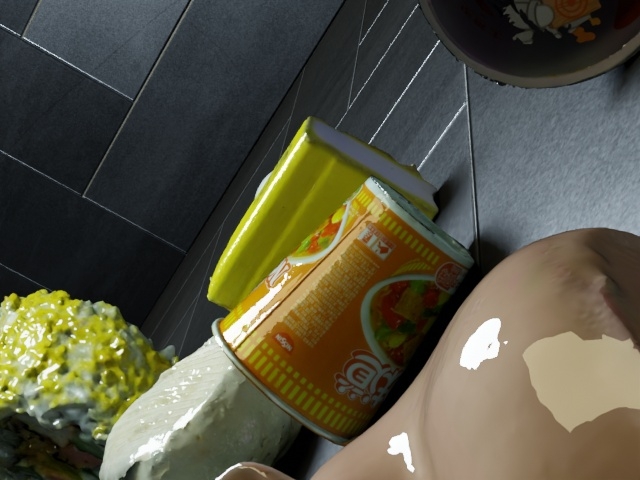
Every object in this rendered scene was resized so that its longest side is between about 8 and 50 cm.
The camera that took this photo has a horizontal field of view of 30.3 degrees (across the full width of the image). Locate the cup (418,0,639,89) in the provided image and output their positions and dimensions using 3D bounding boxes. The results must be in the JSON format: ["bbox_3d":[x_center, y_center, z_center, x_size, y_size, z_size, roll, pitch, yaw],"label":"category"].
[{"bbox_3d":[0.191,-0.265,0.990,0.203,0.203,0.288,-55,5,27],"label":"cup"}]

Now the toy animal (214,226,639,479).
[{"bbox_3d":[0.091,0.121,0.433,0.256,0.195,0.213,-52,21,28],"label":"toy animal"}]

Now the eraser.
[{"bbox_3d":[0.000,0.000,1.214,0.226,0.158,0.069,-56,9,23],"label":"eraser"}]

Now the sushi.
[{"bbox_3d":[-0.381,0.255,1.799,0.396,0.351,0.240,-49,16,55],"label":"sushi"}]

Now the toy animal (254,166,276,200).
[{"bbox_3d":[-0.041,0.000,1.460,0.179,0.138,0.166,-57,-7,-11],"label":"toy animal"}]

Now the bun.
[{"bbox_3d":[-0.114,0.201,1.228,0.239,0.141,0.239,-36,16,12],"label":"bun"}]

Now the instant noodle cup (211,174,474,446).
[{"bbox_3d":[0.029,0.052,0.991,0.185,0.168,0.168,-51,12,8],"label":"instant noodle cup"}]
